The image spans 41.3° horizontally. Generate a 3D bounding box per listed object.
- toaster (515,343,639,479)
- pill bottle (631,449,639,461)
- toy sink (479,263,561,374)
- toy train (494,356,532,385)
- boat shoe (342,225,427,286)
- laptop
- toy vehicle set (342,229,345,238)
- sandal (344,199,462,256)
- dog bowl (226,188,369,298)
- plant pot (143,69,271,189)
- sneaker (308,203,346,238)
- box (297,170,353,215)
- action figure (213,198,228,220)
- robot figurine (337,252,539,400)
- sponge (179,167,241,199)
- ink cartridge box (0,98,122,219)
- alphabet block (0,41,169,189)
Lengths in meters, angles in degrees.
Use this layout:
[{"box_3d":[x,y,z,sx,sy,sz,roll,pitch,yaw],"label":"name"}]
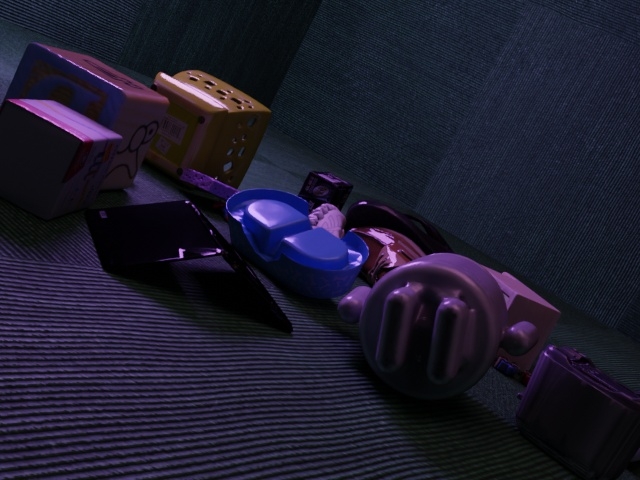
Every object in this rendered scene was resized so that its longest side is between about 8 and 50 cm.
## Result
[{"box_3d":[0.413,0.272,1.309,0.227,0.146,0.129,34,12,35],"label":"toaster"},{"box_3d":[0.558,0.332,1.514,0.103,0.103,0.184,33,12,27],"label":"pill bottle"},{"box_3d":[0.363,0.150,1.782,0.131,0.152,0.234,23,12,-22],"label":"toy sink"},{"box_3d":[0.407,0.271,1.650,0.158,0.027,0.036,29,21,4],"label":"toy train"},{"box_3d":[0.166,0.068,1.781,0.324,0.122,0.120,31,21,31],"label":"boat shoe"},{"box_3d":[-0.196,0.042,1.259,0.264,0.137,0.234,51,-3,-30],"label":"laptop"},{"box_3d":[0.116,0.018,2.131,0.166,0.035,0.267,24,11,-22],"label":"toy vehicle set"},{"box_3d":[0.238,0.038,1.968,0.446,0.167,0.107,33,39,-17],"label":"sandal"},{"box_3d":[-0.049,0.005,1.520,0.166,0.074,0.297,-18,40,-41],"label":"dog bowl"},{"box_3d":[-0.283,-0.245,1.902,0.228,0.227,0.207,31,17,19],"label":"plant pot"},{"box_3d":[0.000,0.000,1.765,0.118,0.110,0.292,37,20,10],"label":"sneaker"},{"box_3d":[-0.003,-0.083,2.006,0.078,0.147,0.180,30,9,10],"label":"box"},{"box_3d":[-0.193,-0.061,1.749,0.038,0.030,0.115,17,11,-34],"label":"action figure"},{"box_3d":[0.178,0.123,1.289,0.300,0.199,0.353,15,6,14],"label":"robot figurine"},{"box_3d":[-0.187,-0.094,1.804,0.117,0.031,0.210,22,-2,46],"label":"sponge"},{"box_3d":[-0.391,-0.122,1.235,0.127,0.128,0.176,28,10,0],"label":"ink cartridge box"},{"box_3d":[-0.407,-0.206,1.452,0.193,0.192,0.197,31,10,7],"label":"alphabet block"}]
